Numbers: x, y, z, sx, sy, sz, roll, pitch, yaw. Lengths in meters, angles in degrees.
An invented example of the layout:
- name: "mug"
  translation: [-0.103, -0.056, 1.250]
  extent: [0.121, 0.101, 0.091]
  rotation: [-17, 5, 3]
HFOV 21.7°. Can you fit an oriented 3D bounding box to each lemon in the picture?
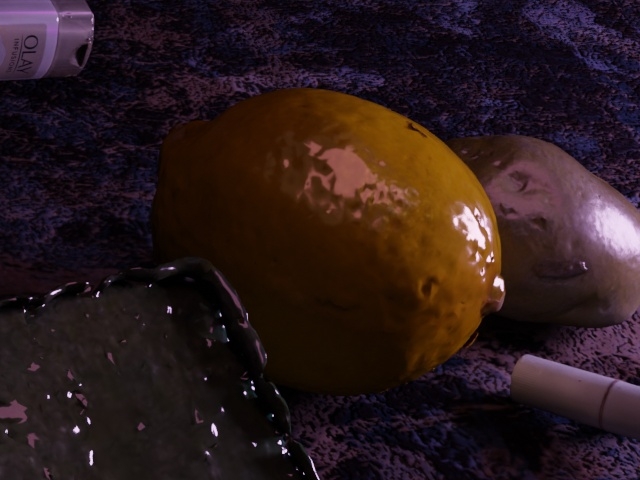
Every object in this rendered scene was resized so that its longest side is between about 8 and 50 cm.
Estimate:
- name: "lemon"
  translation: [0.004, 0.002, 1.278]
  extent: [0.236, 0.236, 0.263]
  rotation: [-17, 36, -42]

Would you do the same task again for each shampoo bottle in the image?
- name: "shampoo bottle"
  translation: [-0.332, -0.190, 1.593]
  extent: [0.227, 0.086, 0.056]
  rotation: [-6, 50, -33]

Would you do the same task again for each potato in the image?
- name: "potato"
  translation: [0.184, -0.007, 1.453]
  extent: [0.235, 0.160, 0.178]
  rotation: [23, 50, -5]

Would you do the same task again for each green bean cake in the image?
- name: "green bean cake"
  translation: [-0.126, 0.154, 0.998]
  extent: [0.241, 0.132, 0.255]
  rotation: [-14, 71, -45]

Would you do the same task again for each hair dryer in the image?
- name: "hair dryer"
  translation: [0.262, 0.128, 1.367]
  extent: [0.155, 0.044, 0.183]
  rotation: [17, 9, 32]

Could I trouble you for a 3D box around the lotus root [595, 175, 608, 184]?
- name: "lotus root"
  translation: [0.231, -0.040, 1.614]
  extent: [0.152, 0.063, 0.072]
  rotation: [5, 41, -22]
